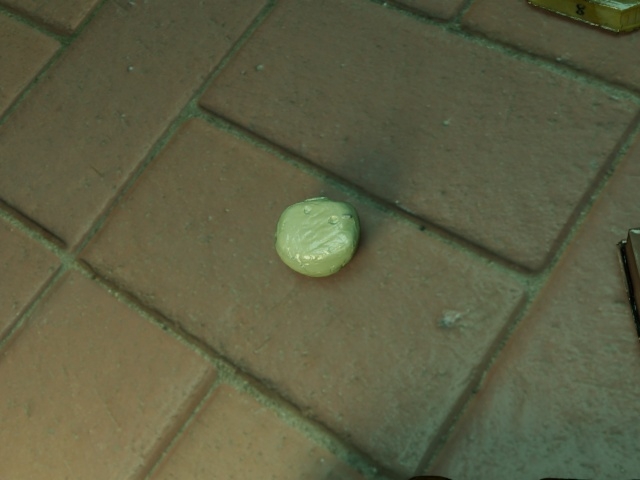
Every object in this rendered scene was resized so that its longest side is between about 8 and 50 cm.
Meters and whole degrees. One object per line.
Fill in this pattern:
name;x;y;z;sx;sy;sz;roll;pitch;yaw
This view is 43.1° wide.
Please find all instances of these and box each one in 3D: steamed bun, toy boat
steamed bun;0.000;0.000;1.198;0.130;0.091;0.112;-9;65;13
toy boat;0.424;-0.395;1.287;0.226;0.068;0.088;27;70;28

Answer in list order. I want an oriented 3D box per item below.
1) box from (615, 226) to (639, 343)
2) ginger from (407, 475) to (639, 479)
box;0.507;0.075;1.027;0.215;0.086;0.215;-8;63;12
ginger;0.288;0.379;0.898;0.419;0.176;0.254;-9;70;14
